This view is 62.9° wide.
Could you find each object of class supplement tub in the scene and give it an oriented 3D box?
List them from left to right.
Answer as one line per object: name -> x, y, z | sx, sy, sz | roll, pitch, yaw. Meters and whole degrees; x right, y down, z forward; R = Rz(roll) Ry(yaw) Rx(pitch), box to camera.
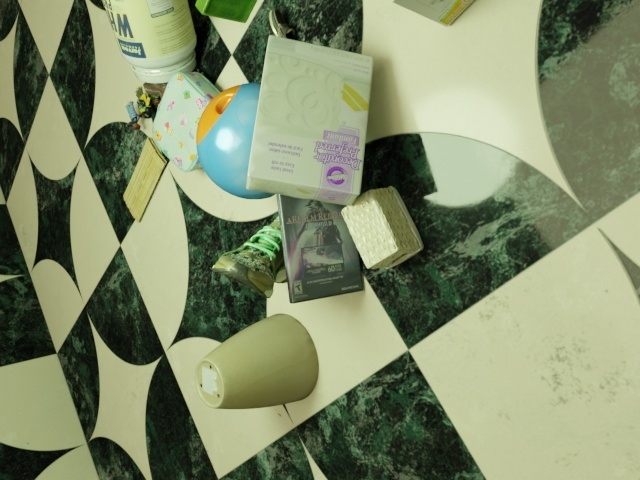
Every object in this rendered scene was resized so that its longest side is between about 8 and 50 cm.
supplement tub -> -0.502, -0.661, 1.546 | 0.235, 0.235, 0.325 | 39, 150, 33

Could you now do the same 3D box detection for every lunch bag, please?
lunch bag -> -0.399, -0.360, 1.630 | 0.224, 0.108, 0.279 | 43, 126, 13

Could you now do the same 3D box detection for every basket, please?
basket -> 0.136, -0.027, 1.186 | 0.113, 0.103, 0.167 | -36, 70, 39

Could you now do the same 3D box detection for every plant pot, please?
plant pot -> -0.192, 0.350, 1.422 | 0.256, 0.274, 0.256 | 6, 99, 43

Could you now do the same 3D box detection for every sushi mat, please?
sushi mat -> -0.665, -0.223, 1.967 | 0.151, 0.019, 0.316 | 54, 128, 23

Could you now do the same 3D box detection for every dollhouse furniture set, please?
dollhouse furniture set -> -0.243, -0.784, 1.414 | 0.301, 0.151, 0.197 | -51, 62, 34

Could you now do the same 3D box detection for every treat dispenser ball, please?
treat dispenser ball -> -0.166, -0.246, 1.315 | 0.288, 0.288, 0.288 | 6, 99, 42

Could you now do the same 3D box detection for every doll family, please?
doll family -> -0.639, -0.478, 1.881 | 0.193, 0.076, 0.111 | -37, 75, 45

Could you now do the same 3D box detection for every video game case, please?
video game case -> 0.000, 0.000, 1.256 | 0.026, 0.196, 0.274 | -5, 92, 62

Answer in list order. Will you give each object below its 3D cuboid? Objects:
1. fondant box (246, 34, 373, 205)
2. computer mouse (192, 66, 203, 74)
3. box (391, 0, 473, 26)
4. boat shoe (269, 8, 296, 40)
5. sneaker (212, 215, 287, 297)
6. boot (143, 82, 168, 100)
fondant box -> -0.021, -0.259, 1.146 | 0.096, 0.238, 0.330 | 132, 145, -75
computer mouse -> -0.453, -0.534, 1.716 | 0.193, 0.042, 0.106 | 33, 117, 36
box -> 0.204, -0.506, 0.996 | 0.103, 0.203, 0.114 | -40, 66, 38
boat shoe -> -0.087, -0.540, 1.371 | 0.049, 0.056, 0.152 | -21, 90, 38
sneaker -> -0.136, 0.014, 1.284 | 0.158, 0.410, 0.182 | 24, 99, 5
boot -> -0.566, -0.499, 1.805 | 0.114, 0.037, 0.106 | 17, 94, 16
